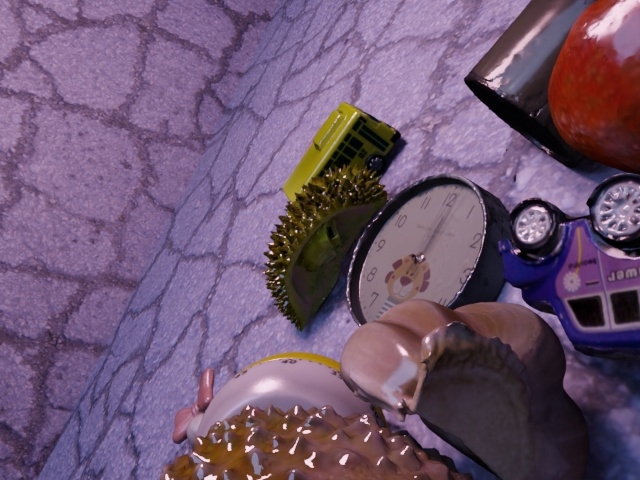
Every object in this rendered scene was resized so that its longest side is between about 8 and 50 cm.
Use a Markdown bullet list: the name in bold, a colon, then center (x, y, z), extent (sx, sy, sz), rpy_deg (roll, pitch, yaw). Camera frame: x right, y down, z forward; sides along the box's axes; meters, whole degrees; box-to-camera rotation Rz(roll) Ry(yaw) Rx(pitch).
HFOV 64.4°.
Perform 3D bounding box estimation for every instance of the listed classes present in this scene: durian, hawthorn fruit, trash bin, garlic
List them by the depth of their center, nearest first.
- **hawthorn fruit**: center (0.355, -0.135, 0.440), extent (0.271, 0.242, 0.242), rpy_deg (48, 109, 18)
- **garlic**: center (0.142, 0.163, 0.533), extent (0.292, 0.238, 0.210), rpy_deg (77, -171, -82)
- **trash bin**: center (0.362, -0.267, 0.655), extent (0.301, 0.203, 0.252), rpy_deg (-49, 2, 19)
- **durian**: center (-0.004, -0.008, 1.029), extent (0.355, 0.170, 0.157), rpy_deg (-54, 22, 8)

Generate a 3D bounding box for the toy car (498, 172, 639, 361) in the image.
- **toy car**: center (0.304, 0.040, 0.509), extent (0.235, 0.172, 0.157), rpy_deg (-17, 63, 57)

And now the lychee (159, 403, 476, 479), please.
- **lychee**: center (-0.003, 0.332, 0.410), extent (0.432, 0.380, 0.380), rpy_deg (35, 93, 36)

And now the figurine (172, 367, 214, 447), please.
- **figurine**: center (-0.175, 0.417, 0.862), extent (0.154, 0.193, 0.421), rpy_deg (-55, 24, 14)

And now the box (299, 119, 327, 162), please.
- **box**: center (0.021, -0.218, 1.267), extent (0.200, 0.088, 0.146), rpy_deg (-62, 29, -3)

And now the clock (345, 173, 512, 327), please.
- **clock**: center (0.164, 0.032, 0.833), extent (0.313, 0.061, 0.312), rpy_deg (-39, 35, 33)

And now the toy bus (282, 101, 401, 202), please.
- **toy bus**: center (0.041, -0.173, 1.128), extent (0.262, 0.150, 0.128), rpy_deg (-54, 28, 12)

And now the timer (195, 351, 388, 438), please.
- **timer**: center (-0.028, 0.284, 0.736), extent (0.285, 0.285, 0.285), rpy_deg (-38, 35, 33)
